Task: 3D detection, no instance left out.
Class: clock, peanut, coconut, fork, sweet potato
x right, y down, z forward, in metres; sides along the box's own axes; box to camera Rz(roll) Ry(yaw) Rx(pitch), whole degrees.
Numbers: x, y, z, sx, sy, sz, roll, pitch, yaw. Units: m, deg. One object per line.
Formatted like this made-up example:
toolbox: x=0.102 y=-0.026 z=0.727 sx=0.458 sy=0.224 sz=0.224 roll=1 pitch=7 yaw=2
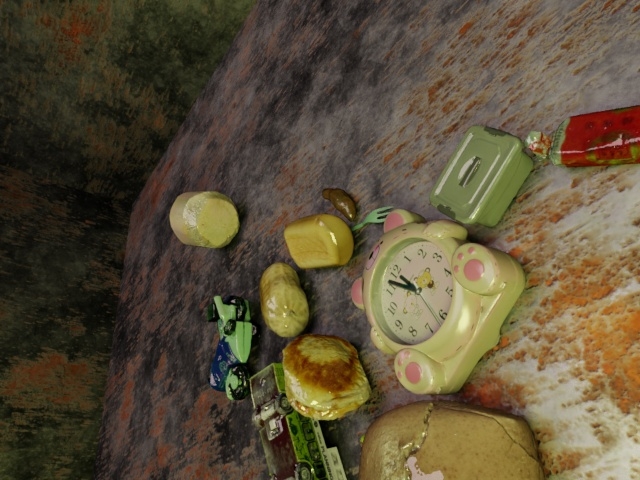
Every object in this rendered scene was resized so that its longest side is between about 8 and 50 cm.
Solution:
clock: x=0.188 y=0.094 z=0.783 sx=0.309 sy=0.114 sz=0.283 roll=45 pitch=117 yaw=52
peanut: x=-0.103 y=0.155 z=1.143 sx=0.129 sy=0.129 sz=0.224 roll=-50 pitch=43 yaw=27
coconut: x=-0.459 y=-0.080 z=1.648 sx=0.244 sy=0.239 sz=0.238 roll=6 pitch=78 yaw=48
fork: x=0.091 y=-0.035 z=1.065 sx=0.235 sy=0.021 sz=0.039 roll=-24 pitch=52 yaw=45
sweet potato: x=0.048 y=-0.114 z=1.135 sx=0.053 sy=0.054 sz=0.182 roll=-53 pitch=36 yaw=9

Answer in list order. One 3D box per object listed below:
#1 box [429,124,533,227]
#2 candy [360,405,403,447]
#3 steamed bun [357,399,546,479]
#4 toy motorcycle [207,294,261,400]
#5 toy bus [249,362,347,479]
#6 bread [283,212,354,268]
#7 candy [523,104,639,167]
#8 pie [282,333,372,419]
box: x=0.297 y=-0.109 z=0.764 sx=0.172 sy=0.093 sz=0.124 roll=-61 pitch=37 yaw=14
candy: x=0.124 y=0.370 z=0.824 sx=0.123 sy=0.035 sz=0.035 roll=-51 pitch=42 yaw=13
steamed bun: x=0.163 y=0.367 z=0.620 sx=0.301 sy=0.199 sz=0.251 roll=-32 pitch=50 yaw=43
toy motorcycle: x=-0.279 y=0.335 z=1.305 sx=0.196 sy=0.125 sz=0.330 roll=-36 pitch=51 yaw=37
toy bus: x=-0.052 y=0.419 z=0.892 sx=0.113 sy=0.139 sz=0.301 roll=-39 pitch=56 yaw=28
bread: x=0.000 y=0.000 z=1.091 sx=0.217 sy=0.098 sz=0.147 roll=-3 pitch=107 yaw=53
candy: x=0.440 y=-0.153 z=0.623 sx=0.292 sy=0.059 sz=0.086 roll=5 pitch=77 yaw=53
pie: x=0.011 y=0.278 z=0.884 sx=0.205 sy=0.179 sz=0.084 roll=-112 pitch=21 yaw=-49
